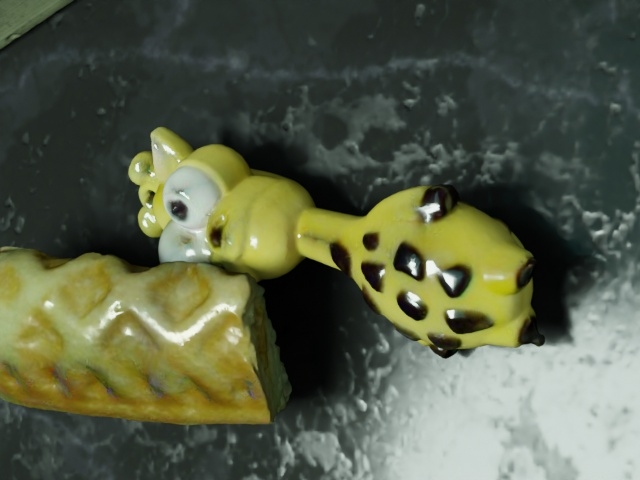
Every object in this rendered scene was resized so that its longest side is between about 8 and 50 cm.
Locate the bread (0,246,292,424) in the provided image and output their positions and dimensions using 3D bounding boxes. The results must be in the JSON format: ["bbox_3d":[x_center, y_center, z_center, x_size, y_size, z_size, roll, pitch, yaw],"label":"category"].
[{"bbox_3d":[-0.126,0.068,0.961,0.232,0.128,0.088,6,53,29],"label":"bread"}]

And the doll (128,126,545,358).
[{"bbox_3d":[0.000,0.000,0.923,0.291,0.086,0.117,15,123,29],"label":"doll"}]

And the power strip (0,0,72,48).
[{"bbox_3d":[-0.252,-0.163,1.065,0.388,0.092,0.066,-28,73,23],"label":"power strip"}]
